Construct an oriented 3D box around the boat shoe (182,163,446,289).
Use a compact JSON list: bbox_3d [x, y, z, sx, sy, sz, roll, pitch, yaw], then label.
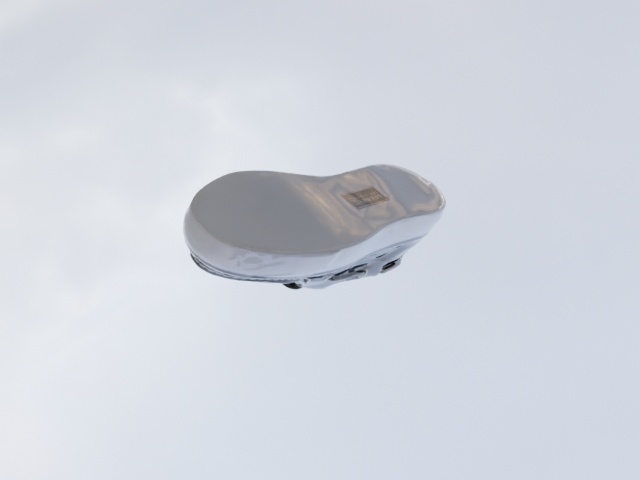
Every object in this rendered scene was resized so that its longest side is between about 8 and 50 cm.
[{"bbox_3d":[0.000,0.000,0.388,0.049,0.040,0.142,43,-149,26],"label":"boat shoe"}]
